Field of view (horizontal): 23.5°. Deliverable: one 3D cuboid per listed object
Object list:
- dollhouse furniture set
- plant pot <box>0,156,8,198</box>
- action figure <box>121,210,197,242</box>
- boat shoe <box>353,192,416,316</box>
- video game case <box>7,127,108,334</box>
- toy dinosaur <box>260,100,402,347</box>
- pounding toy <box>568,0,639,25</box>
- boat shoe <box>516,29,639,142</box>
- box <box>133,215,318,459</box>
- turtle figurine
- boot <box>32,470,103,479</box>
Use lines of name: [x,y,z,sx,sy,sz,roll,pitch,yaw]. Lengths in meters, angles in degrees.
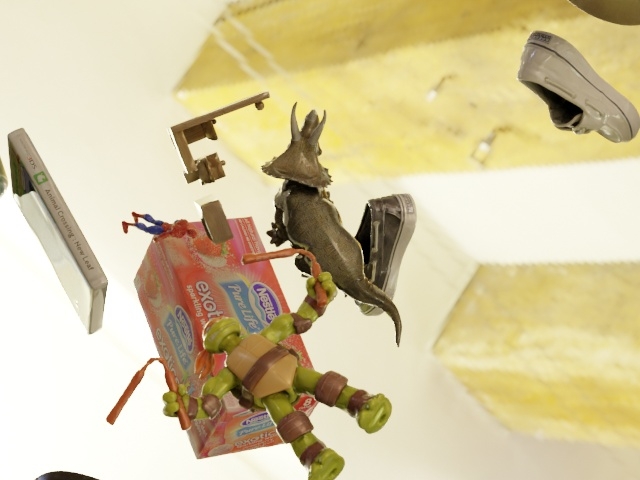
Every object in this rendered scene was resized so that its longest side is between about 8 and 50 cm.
dollhouse furniture set: [-0.102,-0.090,1.870,0.144,0.123,0.151,-150,-142,-80]
plant pot: [-0.560,-0.169,1.884,0.334,0.341,0.341,65,-20,8]
action figure: [-0.206,-0.015,2.001,0.115,0.038,0.030,7,-54,38]
boat shoe: [0.091,0.031,2.818,0.301,0.102,0.108,109,-30,-48]
video game case: [-0.289,-0.005,1.691,0.193,0.023,0.212,60,-16,10]
toy dinosaur: [0.000,0.000,1.908,0.160,0.121,0.313,79,-10,-79]
pounding toy: [0.390,-0.371,1.900,0.183,0.110,0.237,47,-25,-26]
boat shoe: [0.347,-0.189,2.107,0.258,0.084,0.095,35,-13,-38]
box: [-0.129,0.129,2.103,0.142,0.154,0.300,-59,-135,47]
turtle figurine: [-0.054,0.143,1.485,0.217,0.269,0.087,38,-27,27]
boot: [-0.187,0.351,1.659,0.305,0.112,0.115,27,-14,10]
